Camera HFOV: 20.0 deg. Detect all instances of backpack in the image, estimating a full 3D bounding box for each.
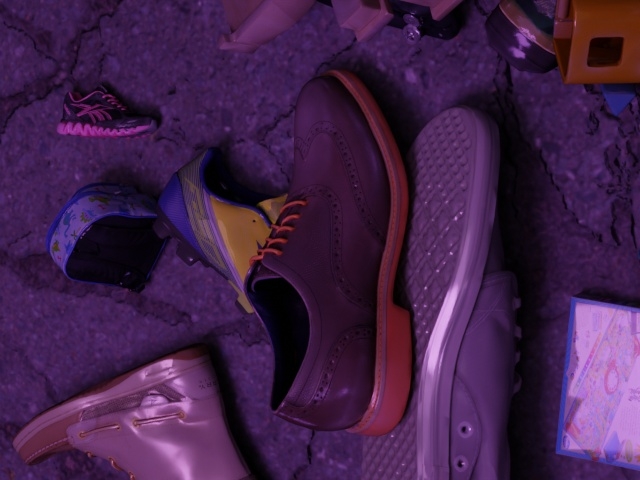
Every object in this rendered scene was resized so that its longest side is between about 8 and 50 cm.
[{"bbox_3d":[-0.226,-0.007,1.884,0.084,0.114,0.105,48,119,35],"label":"backpack"}]

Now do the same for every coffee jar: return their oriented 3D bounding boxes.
[{"bbox_3d":[0.228,-0.235,1.626,0.079,0.096,0.184,42,113,7],"label":"coffee jar"}]

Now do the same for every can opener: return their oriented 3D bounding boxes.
[{"bbox_3d":[0.055,-0.233,1.747,0.186,0.073,0.059,14,142,28],"label":"can opener"}]

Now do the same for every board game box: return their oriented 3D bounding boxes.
[{"bbox_3d":[0.279,0.133,1.695,0.103,0.026,0.154,10,102,26],"label":"board game box"}]

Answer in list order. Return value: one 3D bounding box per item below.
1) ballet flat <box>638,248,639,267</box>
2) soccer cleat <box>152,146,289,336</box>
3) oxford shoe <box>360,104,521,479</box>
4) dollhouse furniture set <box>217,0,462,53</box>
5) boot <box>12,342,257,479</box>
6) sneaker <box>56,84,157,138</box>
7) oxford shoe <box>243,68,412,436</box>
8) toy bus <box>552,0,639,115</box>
[{"bbox_3d":[0.384,-0.004,1.601,0.213,0.072,0.068,-29,115,30],"label":"ballet flat"},{"bbox_3d":[-0.040,0.019,1.807,0.289,0.093,0.121,39,101,14],"label":"soccer cleat"},{"bbox_3d":[0.128,0.098,1.720,0.169,0.130,0.449,3,88,64],"label":"oxford shoe"},{"bbox_3d":[0.016,-0.260,1.711,0.355,0.174,0.303,-40,56,42],"label":"dollhouse furniture set"},{"bbox_3d":[-0.191,0.244,1.919,0.262,0.095,0.203,-26,87,24],"label":"boot"},{"bbox_3d":[-0.224,-0.136,1.907,0.119,0.047,0.057,4,88,25],"label":"sneaker"},{"bbox_3d":[0.000,0.000,1.704,0.130,0.133,0.363,-38,52,54],"label":"oxford shoe"},{"bbox_3d":[0.295,-0.183,1.540,0.191,0.104,0.202,36,120,-29],"label":"toy bus"}]
